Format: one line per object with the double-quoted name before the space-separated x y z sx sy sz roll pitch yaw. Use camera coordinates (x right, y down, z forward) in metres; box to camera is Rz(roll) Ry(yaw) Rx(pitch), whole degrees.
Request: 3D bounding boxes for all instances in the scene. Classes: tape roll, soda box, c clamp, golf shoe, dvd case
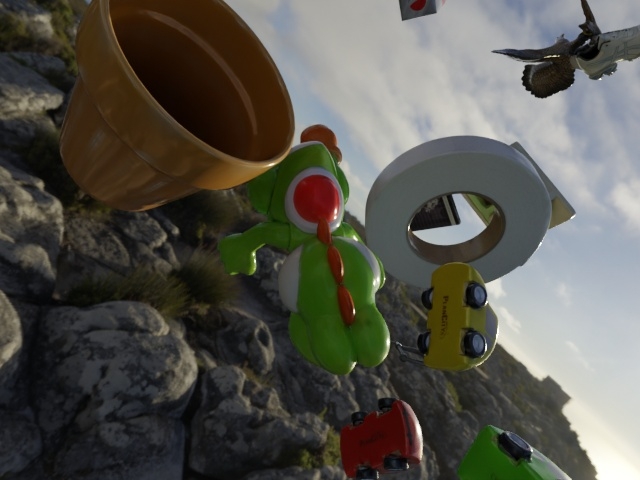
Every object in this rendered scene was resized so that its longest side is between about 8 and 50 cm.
"tape roll" 0.292 -0.042 0.929 0.392 0.392 0.072 39 34 -24
"soda box" 0.296 -0.700 1.184 0.286 0.098 0.091 -59 140 -49
"c clamp" 0.230 0.299 1.109 0.137 0.022 0.161 16 2 -3
"golf shoe" 0.637 -0.418 0.891 0.086 0.069 0.176 26 -30 -17
"dvd case" 0.268 -0.106 1.184 0.221 0.018 0.165 -9 -70 45

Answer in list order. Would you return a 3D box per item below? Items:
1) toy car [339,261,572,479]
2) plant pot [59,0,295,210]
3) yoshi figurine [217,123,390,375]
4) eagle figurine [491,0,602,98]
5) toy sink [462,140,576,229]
"toy car" 0.122 0.159 0.339 0.053 0.239 0.225 22 10 -28
"plant pot" -0.162 -0.125 0.433 0.205 0.188 0.205 31 45 -38
"yoshi figurine" -0.013 0.018 0.562 0.203 0.203 0.362 34 31 -47
"eagle figurine" 0.737 -0.584 1.344 0.225 0.298 0.226 -28 96 -42
"toy sink" 0.491 -0.102 1.077 0.234 0.131 0.153 55 -18 8
